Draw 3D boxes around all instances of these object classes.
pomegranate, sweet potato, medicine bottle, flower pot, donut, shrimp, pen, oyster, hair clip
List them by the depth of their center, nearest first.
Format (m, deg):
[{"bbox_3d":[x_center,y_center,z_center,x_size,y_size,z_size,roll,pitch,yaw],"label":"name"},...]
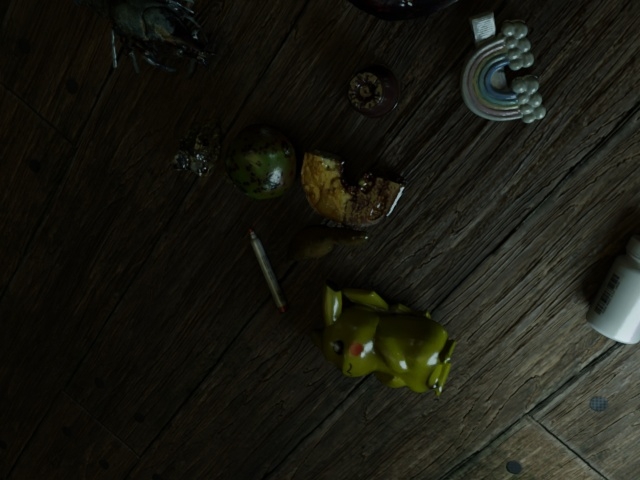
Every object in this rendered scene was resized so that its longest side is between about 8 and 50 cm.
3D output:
[{"bbox_3d":[0.326,-0.314,0.995,0.140,0.054,0.220,-15,105,15],"label":"hair clip"},{"bbox_3d":[0.587,0.091,1.005,0.102,0.103,0.187,20,112,11],"label":"medicine bottle"},{"bbox_3d":[0.096,-0.291,1.048,0.111,0.089,0.112,5,108,16],"label":"flower pot"},{"bbox_3d":[-0.380,-0.457,1.117,0.410,0.166,0.222,34,87,0],"label":"shrimp"},{"bbox_3d":[0.063,-0.109,1.119,0.217,0.085,0.141,24,113,10],"label":"donut"},{"bbox_3d":[-0.138,-0.162,1.138,0.205,0.159,0.159,-14,103,47],"label":"pomegranate"},{"bbox_3d":[0.001,-0.002,1.157,0.269,0.074,0.075,-16,103,48],"label":"sweet potato"},{"bbox_3d":[-0.276,-0.214,1.213,0.103,0.051,0.148,25,103,1],"label":"oyster"},{"bbox_3d":[-0.126,0.071,1.269,0.026,0.026,0.218,-18,101,22],"label":"pen"}]

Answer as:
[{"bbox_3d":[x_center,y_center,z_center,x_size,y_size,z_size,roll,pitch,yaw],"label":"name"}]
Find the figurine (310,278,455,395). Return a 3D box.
[{"bbox_3d":[0.124,0.212,1.155,0.326,0.169,0.218,7,132,9],"label":"figurine"}]

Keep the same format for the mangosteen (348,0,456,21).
[{"bbox_3d":[0.139,-0.516,0.878,0.296,0.293,0.297,0,129,0],"label":"mangosteen"}]
